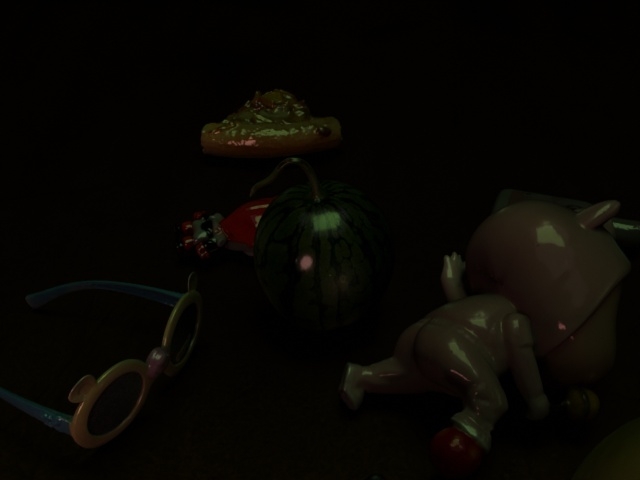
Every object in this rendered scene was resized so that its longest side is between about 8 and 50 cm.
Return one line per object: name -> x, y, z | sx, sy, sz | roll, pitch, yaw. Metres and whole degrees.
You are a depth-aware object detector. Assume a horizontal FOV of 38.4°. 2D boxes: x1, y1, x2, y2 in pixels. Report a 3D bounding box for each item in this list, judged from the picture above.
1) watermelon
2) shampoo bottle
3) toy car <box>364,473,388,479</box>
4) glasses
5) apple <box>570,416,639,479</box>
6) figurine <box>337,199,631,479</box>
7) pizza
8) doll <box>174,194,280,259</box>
watermelon -> 0.000, 0.000, 0.886 | 0.140, 0.187, 0.141 | -6, 41, 5
shampoo bottle -> 0.280, -0.020, 1.046 | 0.165, 0.040, 0.080 | 11, 34, 17
toy car -> -0.010, 0.258, 0.521 | 0.204, 0.198, 0.248 | -12, -2, -21
glasses -> -0.225, 0.111, 0.860 | 0.220, 0.088, 0.190 | -3, 30, 33
apple -> 0.237, 0.227, 0.515 | 0.262, 0.262, 0.262 | 0, 34, 0
figurine -> 0.166, 0.087, 0.825 | 0.287, 0.176, 0.186 | -39, 90, -22
pizza -> -0.059, -0.160, 1.235 | 0.182, 0.063, 0.161 | 2, 29, 6
doll -> -0.078, -0.016, 1.023 | 0.169, 0.057, 0.109 | -4, 36, -8
